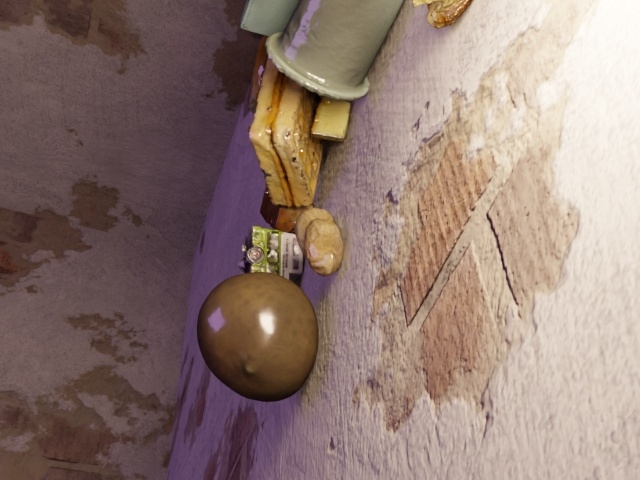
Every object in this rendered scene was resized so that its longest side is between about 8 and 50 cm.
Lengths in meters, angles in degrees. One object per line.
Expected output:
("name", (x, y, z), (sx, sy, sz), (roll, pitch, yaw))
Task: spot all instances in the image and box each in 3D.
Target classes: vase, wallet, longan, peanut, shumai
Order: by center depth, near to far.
("shumai", (0.199, -0.412, 1.294), (0.139, 0.105, 0.123), (-38, 29, 27))
("longan", (-0.122, 0.186, 1.644), (0.258, 0.258, 0.258), (-166, 90, -76))
("vase", (0.049, -0.461, 1.657), (0.245, 0.245, 0.291), (-93, 26, -50))
("peanut", (-0.001, 0.000, 1.683), (0.228, 0.085, 0.104), (-121, 38, -69))
("wallet", (-0.004, -0.526, 1.785), (0.054, 0.290, 0.251), (-95, 24, -44))

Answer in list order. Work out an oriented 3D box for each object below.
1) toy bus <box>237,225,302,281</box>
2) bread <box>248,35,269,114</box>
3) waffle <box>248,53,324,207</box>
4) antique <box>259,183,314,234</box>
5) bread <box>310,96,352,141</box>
("toy bus", (-0.121, 0.124, 1.947), (0.113, 0.139, 0.302), (136, 138, -66))
("bread", (-0.084, -0.433, 2.216), (0.176, 0.195, 0.246), (125, 155, -72))
("waffle", (-0.066, -0.298, 1.932), (0.261, 0.114, 0.376), (68, -154, -53))
("antique", (-0.090, -0.082, 2.115), (0.310, 0.087, 0.093), (-132, 55, -73))
("bread", (0.028, -0.276, 1.844), (0.080, 0.084, 0.109), (109, 173, -87))
